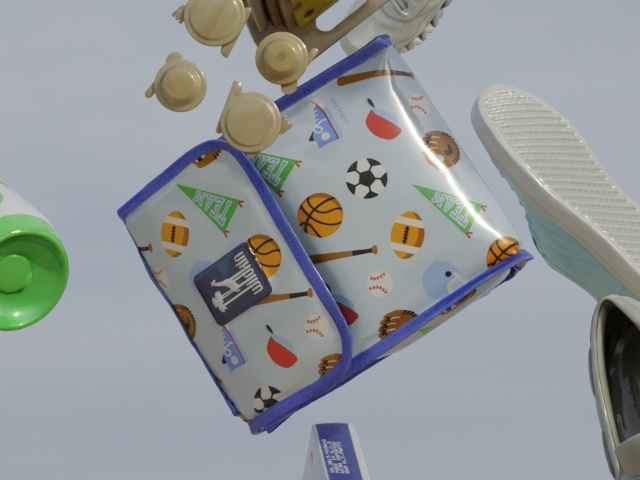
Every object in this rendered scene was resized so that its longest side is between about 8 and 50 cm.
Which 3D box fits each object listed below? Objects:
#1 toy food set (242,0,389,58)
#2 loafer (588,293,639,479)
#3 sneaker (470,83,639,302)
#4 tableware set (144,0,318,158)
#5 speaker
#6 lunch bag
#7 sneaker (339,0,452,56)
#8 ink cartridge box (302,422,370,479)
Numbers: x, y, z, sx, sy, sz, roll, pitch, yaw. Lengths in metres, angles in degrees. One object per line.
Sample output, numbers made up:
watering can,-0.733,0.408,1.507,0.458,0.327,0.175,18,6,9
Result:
toy food set,0.014,-0.314,2.051,0.220,0.092,0.306,-39,-21,-7
loafer,0.274,0.183,1.440,0.112,0.319,0.111,-34,-44,23
sneaker,0.306,-0.034,2.394,0.135,0.366,0.150,-40,-2,-43
tableware set,-0.091,-0.176,1.905,0.169,0.141,0.020,32,-2,3
speaker,-0.367,-0.017,1.858,0.131,0.131,0.296,11,15,-39
lunch bag,0.000,0.000,2.149,0.385,0.328,0.239,-31,-8,-3
sneaker,0.139,-0.339,2.365,0.292,0.110,0.118,-37,-12,8
ink cartridge box,0.023,0.460,2.349,0.071,0.324,0.330,0,-54,-14
